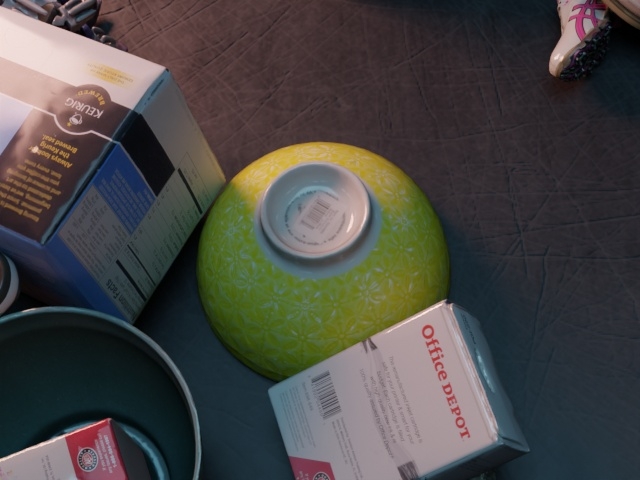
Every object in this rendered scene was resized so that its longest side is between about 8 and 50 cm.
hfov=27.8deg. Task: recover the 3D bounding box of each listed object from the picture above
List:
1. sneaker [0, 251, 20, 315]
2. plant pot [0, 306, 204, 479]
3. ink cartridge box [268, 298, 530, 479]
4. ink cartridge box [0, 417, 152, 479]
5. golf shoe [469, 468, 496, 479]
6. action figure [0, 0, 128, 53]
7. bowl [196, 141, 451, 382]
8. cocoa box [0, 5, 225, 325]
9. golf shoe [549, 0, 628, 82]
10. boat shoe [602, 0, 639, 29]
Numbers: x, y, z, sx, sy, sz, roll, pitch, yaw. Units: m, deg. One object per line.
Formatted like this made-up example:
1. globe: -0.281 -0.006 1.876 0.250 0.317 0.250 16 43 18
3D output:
1. sneaker: -0.387 0.100 1.355 0.296 0.178 0.123 -17 61 28
2. plant pot: -0.246 0.234 1.271 0.293 0.196 0.293 -2 68 4
3. ink cartridge box: 0.077 0.179 1.296 0.218 0.092 0.158 -29 63 20
4. ink cartridge box: -0.227 0.250 1.087 0.176 0.127 0.128 -20 68 -3
5. golf shoe: 0.132 0.195 1.355 0.086 0.069 0.176 -21 61 19
6. action figure: -0.322 -0.273 1.472 0.185 0.285 0.099 43 91 19
7. bowl: 0.000 0.000 1.395 0.290 0.156 0.289 -1 64 2
8. cocoa box: -0.323 -0.088 1.389 0.347 0.231 0.228 22 70 24
9. golf shoe: 0.314 -0.261 1.554 0.086 0.067 0.186 26 59 21
10. boat shoe: 0.442 -0.279 1.491 0.302 0.103 0.113 34 65 2
